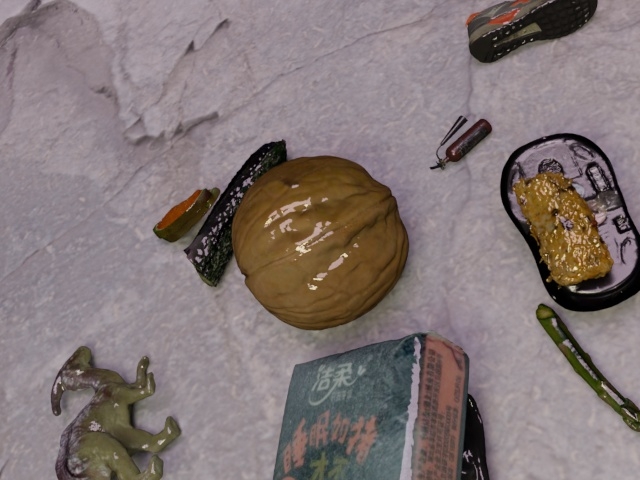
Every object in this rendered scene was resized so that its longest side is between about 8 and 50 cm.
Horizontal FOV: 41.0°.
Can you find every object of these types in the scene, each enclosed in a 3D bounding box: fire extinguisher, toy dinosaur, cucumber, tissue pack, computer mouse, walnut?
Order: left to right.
[{"bbox_3d":[-0.274,0.251,1.124,0.162,0.077,0.294,-27,41,8],"label":"toy dinosaur"},{"bbox_3d":[-0.121,-0.049,1.251,0.067,0.067,0.245,18,67,28],"label":"cucumber"},{"bbox_3d":[0.000,0.000,1.095,0.228,0.228,0.228,-9,58,15],"label":"walnut"},{"bbox_3d":[0.042,0.271,0.925,0.228,0.103,0.315,-20,51,44],"label":"tissue pack"},{"bbox_3d":[0.192,-0.140,1.197,0.100,0.046,0.032,-40,43,-8],"label":"fire extinguisher"},{"bbox_3d":[0.311,-0.019,1.053,0.137,0.096,0.233,-23,66,17],"label":"computer mouse"}]

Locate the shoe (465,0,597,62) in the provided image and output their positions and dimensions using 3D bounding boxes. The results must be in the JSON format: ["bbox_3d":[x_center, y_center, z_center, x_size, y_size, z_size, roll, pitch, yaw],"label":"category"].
[{"bbox_3d":[0.303,-0.332,1.257,0.195,0.074,0.077,-22,51,10],"label":"shoe"}]

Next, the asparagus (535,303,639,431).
[{"bbox_3d":[0.320,0.156,0.987,0.034,0.027,0.236,-42,55,6],"label":"asparagus"}]

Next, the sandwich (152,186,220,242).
[{"bbox_3d":[-0.203,-0.033,1.261,0.135,0.029,0.067,-32,25,36],"label":"sandwich"}]

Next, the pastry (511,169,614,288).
[{"bbox_3d":[0.277,-0.016,0.982,0.080,0.056,0.140,-24,71,25],"label":"pastry"}]

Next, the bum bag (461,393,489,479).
[{"bbox_3d":[0.137,0.311,0.934,0.137,0.074,0.310,-26,47,22],"label":"bum bag"}]
